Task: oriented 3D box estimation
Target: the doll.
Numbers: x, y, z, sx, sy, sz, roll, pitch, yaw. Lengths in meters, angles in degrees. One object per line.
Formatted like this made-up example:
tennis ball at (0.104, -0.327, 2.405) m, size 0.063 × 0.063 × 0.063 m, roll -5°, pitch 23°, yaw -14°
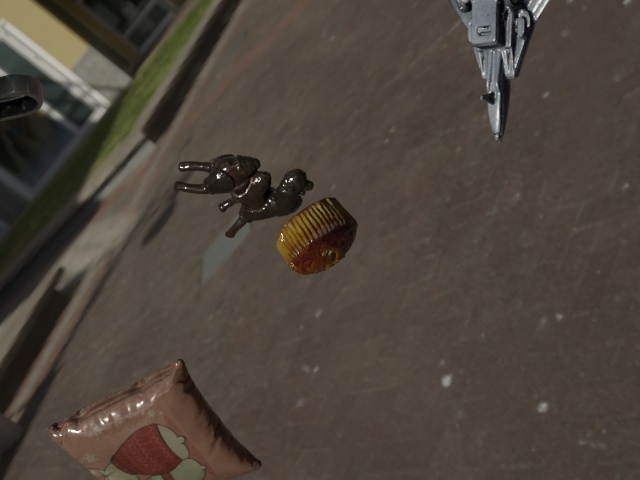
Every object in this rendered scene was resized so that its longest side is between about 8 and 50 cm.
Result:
doll at (-0.096, -0.071, 1.241) m, size 0.165 × 0.139 × 0.057 m, roll -18°, pitch 44°, yaw 27°

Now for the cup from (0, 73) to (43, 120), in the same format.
cup at (-0.486, -0.163, 1.169) m, size 0.202 × 0.221 × 0.167 m, roll 121°, pitch 171°, yaw -69°

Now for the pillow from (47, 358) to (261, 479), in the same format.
pillow at (-0.228, 0.283, 1.270) m, size 0.223 × 0.236 × 0.084 m, roll -22°, pitch 36°, yaw 11°

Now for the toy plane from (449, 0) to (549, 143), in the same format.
toy plane at (0.232, -0.266, 1.213) m, size 0.212 × 0.088 × 0.267 m, roll 4°, pitch 89°, yaw 41°

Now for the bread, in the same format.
bread at (0.000, 0.000, 0.923) m, size 0.085 × 0.053 × 0.085 m, roll -33°, pitch -22°, yaw -15°
